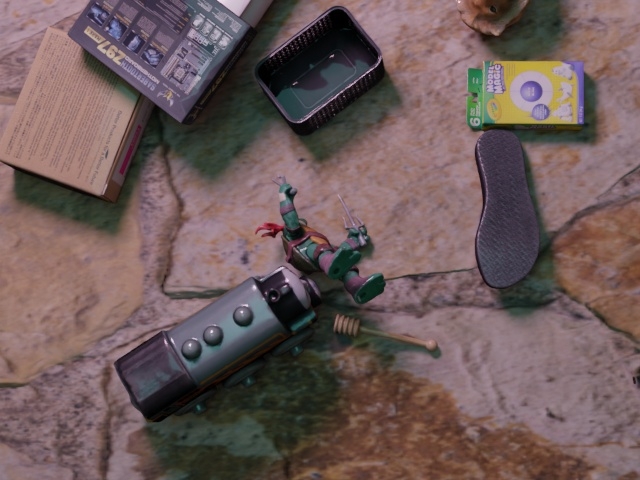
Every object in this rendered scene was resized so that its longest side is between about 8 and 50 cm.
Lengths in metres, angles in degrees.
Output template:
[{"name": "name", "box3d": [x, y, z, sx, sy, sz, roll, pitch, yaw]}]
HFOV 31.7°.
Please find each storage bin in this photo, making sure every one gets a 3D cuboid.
[{"name": "storage bin", "box3d": [0.000, -0.266, 1.773, 0.180, 0.084, 0.122, -37, 79, -1]}]

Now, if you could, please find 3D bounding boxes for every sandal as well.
[{"name": "sandal", "box3d": [0.284, -0.045, 1.729, 0.097, 0.054, 0.254, 3, 72, 0]}]

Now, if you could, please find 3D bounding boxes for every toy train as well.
[{"name": "toy train", "box3d": [-0.148, 0.154, 1.668, 0.334, 0.190, 0.142, -31, 80, 1]}]

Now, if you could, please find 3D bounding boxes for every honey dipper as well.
[{"name": "honey dipper", "box3d": [0.100, 0.145, 1.727, 0.161, 0.030, 0.030, 14, 83, 4]}]

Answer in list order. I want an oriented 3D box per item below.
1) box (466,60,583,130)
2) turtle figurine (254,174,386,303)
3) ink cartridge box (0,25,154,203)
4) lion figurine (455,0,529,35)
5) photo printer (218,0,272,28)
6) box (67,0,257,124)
[{"name": "box", "box3d": [0.317, -0.226, 1.753, 0.179, 0.043, 0.105, 0, 81, 8]}, {"name": "turtle figurine", "box3d": [0.000, 0.000, 1.707, 0.118, 0.175, 0.234, -59, 39, 14]}, {"name": "ink cartridge box", "box3d": [-0.381, -0.200, 1.802, 0.193, 0.088, 0.234, 20, 83, 8]}, {"name": "lion figurine", "box3d": [0.216, -0.516, 1.774, 0.392, 0.142, 0.240, 48, 112, 25]}, {"name": "photo printer", "box3d": [-0.189, -0.441, 1.809, 0.256, 0.107, 0.307, 33, 86, 10]}, {"name": "box", "box3d": [-0.241, -0.316, 1.717, 0.233, 0.059, 0.183, 37, 97, 7]}]
